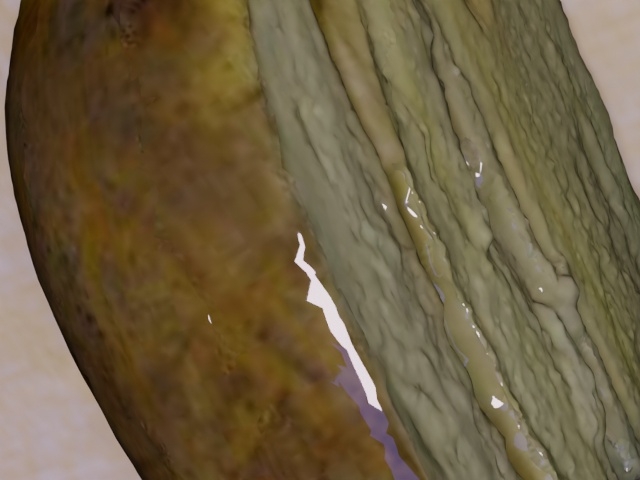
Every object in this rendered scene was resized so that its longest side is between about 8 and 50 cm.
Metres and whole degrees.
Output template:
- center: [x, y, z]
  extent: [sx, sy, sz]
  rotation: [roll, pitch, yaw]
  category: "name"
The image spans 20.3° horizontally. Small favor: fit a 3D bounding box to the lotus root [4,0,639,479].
- center: [-0.008, -0.004, 0.532]
  extent: [0.149, 0.267, 0.260]
  rotation: [-19, 113, 24]
  category: "lotus root"
